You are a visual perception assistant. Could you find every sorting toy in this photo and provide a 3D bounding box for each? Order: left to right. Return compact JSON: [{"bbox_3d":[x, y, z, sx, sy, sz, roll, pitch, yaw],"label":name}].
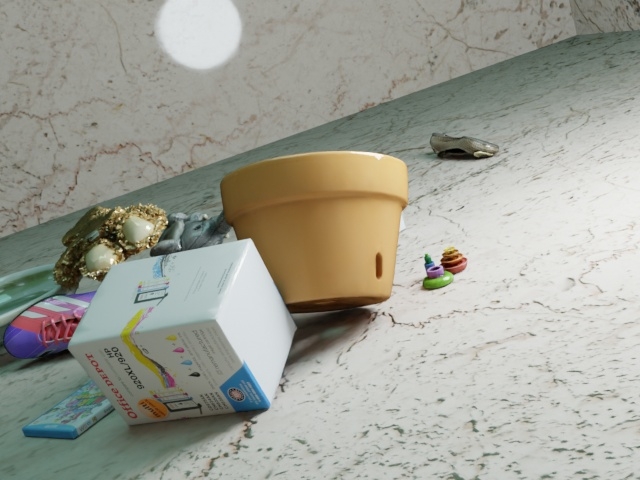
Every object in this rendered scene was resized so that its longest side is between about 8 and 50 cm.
[{"bbox_3d":[0.194,0.039,1.437,0.061,0.042,0.102,-5,20,41],"label":"sorting toy"}]

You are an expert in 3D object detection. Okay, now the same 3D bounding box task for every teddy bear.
[{"bbox_3d":[-0.412,0.011,1.768,0.338,0.113,0.245,-8,39,53],"label":"teddy bear"}]

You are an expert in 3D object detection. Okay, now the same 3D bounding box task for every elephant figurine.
[{"bbox_3d":[-0.261,0.015,1.796,0.170,0.185,0.239,3,3,-12],"label":"elephant figurine"}]

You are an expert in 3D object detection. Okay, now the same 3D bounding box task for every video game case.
[{"bbox_3d":[-0.355,0.250,1.360,0.119,0.015,0.166,-6,19,36],"label":"video game case"}]

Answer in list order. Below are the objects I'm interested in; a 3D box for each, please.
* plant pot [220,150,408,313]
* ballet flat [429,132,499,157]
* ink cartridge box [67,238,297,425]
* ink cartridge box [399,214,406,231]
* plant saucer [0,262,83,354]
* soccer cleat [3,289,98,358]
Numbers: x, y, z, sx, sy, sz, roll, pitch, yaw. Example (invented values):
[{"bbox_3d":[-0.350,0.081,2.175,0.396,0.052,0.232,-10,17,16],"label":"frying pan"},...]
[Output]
[{"bbox_3d":[0.000,0.000,1.364,0.291,0.203,0.291,-6,-10,-1],"label":"plant pot"},{"bbox_3d":[0.351,-0.228,2.213,0.084,0.058,0.250,15,3,-31],"label":"ballet flat"},{"bbox_3d":[-0.185,0.129,1.226,0.233,0.171,0.168,-11,35,23],"label":"ink cartridge box"},{"bbox_3d":[0.056,-0.058,1.776,0.176,0.127,0.128,-2,21,47],"label":"ink cartridge box"},{"bbox_3d":[-0.678,0.165,1.870,0.401,0.100,0.400,-16,15,4],"label":"plant saucer"},{"bbox_3d":[-0.434,0.151,1.645,0.318,0.108,0.116,-16,19,-5],"label":"soccer cleat"}]
